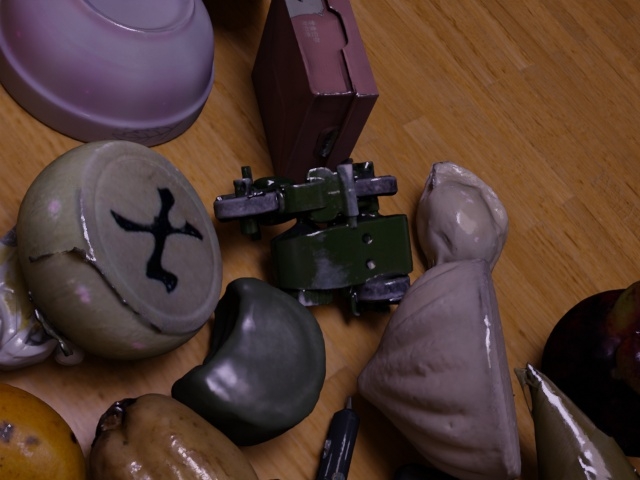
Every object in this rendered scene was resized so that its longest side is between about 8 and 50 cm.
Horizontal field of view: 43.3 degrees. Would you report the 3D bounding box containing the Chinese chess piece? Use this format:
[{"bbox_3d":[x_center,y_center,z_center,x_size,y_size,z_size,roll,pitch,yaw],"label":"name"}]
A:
[{"bbox_3d":[-0.197,0.011,0.823,0.238,0.092,0.237,44,35,-43],"label":"Chinese chess piece"}]

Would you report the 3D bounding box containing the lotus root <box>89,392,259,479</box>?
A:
[{"bbox_3d":[-0.125,0.240,0.757,0.125,0.118,0.221,-44,82,2],"label":"lotus root"}]

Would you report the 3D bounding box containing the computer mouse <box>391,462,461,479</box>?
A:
[{"bbox_3d":[0.115,0.375,0.841,0.168,0.087,0.295,30,36,-2],"label":"computer mouse"}]

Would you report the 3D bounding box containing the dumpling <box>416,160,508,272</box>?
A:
[{"bbox_3d":[0.202,-0.015,1.140,0.136,0.118,0.199,12,76,-22],"label":"dumpling"}]

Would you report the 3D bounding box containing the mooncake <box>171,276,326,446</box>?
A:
[{"bbox_3d":[-0.081,0.130,0.861,0.175,0.104,0.168,-24,85,-46],"label":"mooncake"}]

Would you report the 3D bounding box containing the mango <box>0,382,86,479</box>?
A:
[{"bbox_3d":[-0.292,0.183,0.713,0.178,0.090,0.115,17,62,-25],"label":"mango"}]

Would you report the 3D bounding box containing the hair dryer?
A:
[{"bbox_3d":[0.004,0.251,0.871,0.124,0.071,0.219,32,42,-9],"label":"hair dryer"}]

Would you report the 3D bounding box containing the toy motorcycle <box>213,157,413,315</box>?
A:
[{"bbox_3d":[0.000,0.000,0.997,0.275,0.127,0.205,-9,95,-26],"label":"toy motorcycle"}]

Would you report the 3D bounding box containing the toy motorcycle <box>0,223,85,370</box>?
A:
[{"bbox_3d":[-0.283,0.056,0.814,0.151,0.074,0.228,46,37,-9],"label":"toy motorcycle"}]

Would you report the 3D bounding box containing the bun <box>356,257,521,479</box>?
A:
[{"bbox_3d":[0.131,0.156,0.935,0.175,0.263,0.263,-9,55,13],"label":"bun"}]

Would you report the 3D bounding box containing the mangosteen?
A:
[{"bbox_3d":[0.409,0.161,1.042,0.228,0.265,0.228,0,62,-1],"label":"mangosteen"}]

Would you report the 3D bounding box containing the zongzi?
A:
[{"bbox_3d":[0.284,0.326,0.921,0.289,0.123,0.260,50,46,-13],"label":"zongzi"}]

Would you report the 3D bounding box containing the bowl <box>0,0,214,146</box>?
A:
[{"bbox_3d":[-0.255,-0.270,1.008,0.287,0.144,0.287,16,53,-23],"label":"bowl"}]

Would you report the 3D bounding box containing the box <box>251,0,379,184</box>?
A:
[{"bbox_3d":[-0.017,-0.207,1.067,0.086,0.215,0.215,-4,62,-19],"label":"box"}]
